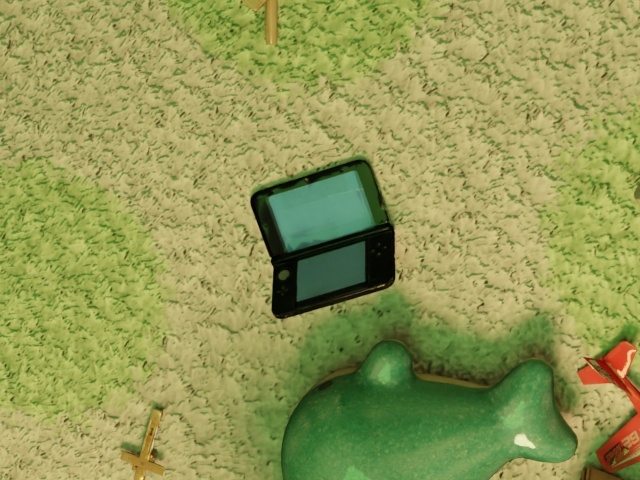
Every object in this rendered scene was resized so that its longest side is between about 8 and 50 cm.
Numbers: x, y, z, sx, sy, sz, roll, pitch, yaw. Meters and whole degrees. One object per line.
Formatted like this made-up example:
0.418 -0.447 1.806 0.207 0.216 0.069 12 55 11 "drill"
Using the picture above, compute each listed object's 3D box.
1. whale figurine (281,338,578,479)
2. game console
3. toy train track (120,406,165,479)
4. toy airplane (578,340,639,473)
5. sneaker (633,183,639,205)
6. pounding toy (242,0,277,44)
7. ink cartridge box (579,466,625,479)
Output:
0.093 0.196 1.569 0.272 0.141 0.216 -15 105 17 "whale figurine"
0.000 0.000 1.562 0.122 0.107 0.071 -17 133 18 "game console"
-0.170 0.204 1.701 0.048 0.014 0.083 20 106 13 "toy train track"
0.294 0.153 1.569 0.151 0.028 0.151 12 125 18 "toy airplane"
0.433 -0.038 1.438 0.293 0.108 0.169 -27 103 30 "sneaker"
-0.054 -0.259 1.479 0.141 0.100 0.130 41 98 -6 "pounding toy"
0.300 0.357 1.607 0.193 0.088 0.234 18 114 5 "ink cartridge box"
